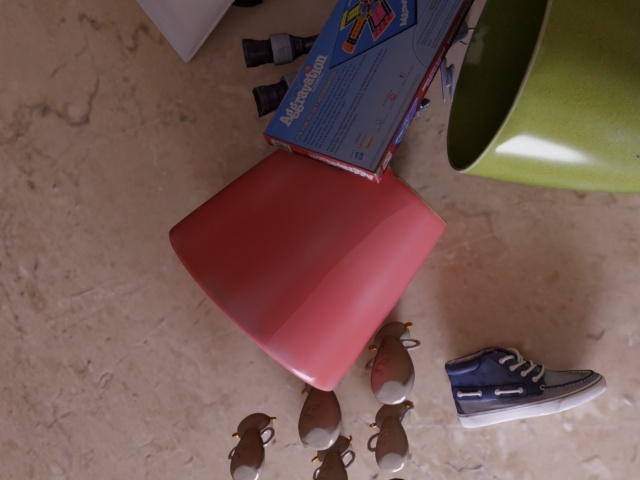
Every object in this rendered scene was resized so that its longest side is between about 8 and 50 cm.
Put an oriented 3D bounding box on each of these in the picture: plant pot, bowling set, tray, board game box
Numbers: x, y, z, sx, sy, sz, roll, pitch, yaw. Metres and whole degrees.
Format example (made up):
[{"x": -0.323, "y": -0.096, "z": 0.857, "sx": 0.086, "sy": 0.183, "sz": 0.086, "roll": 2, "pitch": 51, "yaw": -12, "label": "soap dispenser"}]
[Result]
[{"x": 0.328, "y": -0.163, "z": 1.212, "sx": 0.293, "sy": 0.275, "sz": 0.275, "roll": 17, "pitch": 102, "yaw": -9, "label": "plant pot"}, {"x": 0.039, "y": 0.258, "z": 1.404, "sx": 0.287, "sy": 0.154, "sz": 0.200, "roll": -29, "pitch": 109, "yaw": 14, "label": "bowling set"}, {"x": -0.145, "y": -0.348, "z": 1.345, "sx": 0.145, "sy": 0.030, "sz": 0.270, "roll": 51, "pitch": 139, "yaw": 3, "label": "tray"}, {"x": 0.000, "y": 0.000, "z": 1.313, "sx": 0.243, "sy": 0.275, "sz": 0.275, "roll": -45, "pitch": 86, "yaw": 4, "label": "plant pot"}, {"x": 0.062, "y": -0.208, "z": 1.243, "sx": 0.145, "sy": 0.027, "sz": 0.281, "roll": 22, "pitch": 73, "yaw": 22, "label": "board game box"}]

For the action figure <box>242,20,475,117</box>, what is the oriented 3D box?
[{"x": 0.051, "y": -0.233, "z": 1.341, "sx": 0.285, "sy": 0.099, "sz": 0.185, "roll": -12, "pitch": 88, "yaw": 0, "label": "action figure"}]

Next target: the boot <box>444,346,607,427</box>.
[{"x": 0.249, "y": 0.169, "z": 1.358, "sx": 0.190, "sy": 0.069, "sz": 0.086, "roll": -17, "pitch": 96, "yaw": 17, "label": "boot"}]

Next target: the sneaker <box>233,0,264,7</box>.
[{"x": -0.102, "y": -0.429, "z": 1.334, "sx": 0.107, "sy": 0.124, "sz": 0.283, "roll": 7, "pitch": 99, "yaw": 13, "label": "sneaker"}]
